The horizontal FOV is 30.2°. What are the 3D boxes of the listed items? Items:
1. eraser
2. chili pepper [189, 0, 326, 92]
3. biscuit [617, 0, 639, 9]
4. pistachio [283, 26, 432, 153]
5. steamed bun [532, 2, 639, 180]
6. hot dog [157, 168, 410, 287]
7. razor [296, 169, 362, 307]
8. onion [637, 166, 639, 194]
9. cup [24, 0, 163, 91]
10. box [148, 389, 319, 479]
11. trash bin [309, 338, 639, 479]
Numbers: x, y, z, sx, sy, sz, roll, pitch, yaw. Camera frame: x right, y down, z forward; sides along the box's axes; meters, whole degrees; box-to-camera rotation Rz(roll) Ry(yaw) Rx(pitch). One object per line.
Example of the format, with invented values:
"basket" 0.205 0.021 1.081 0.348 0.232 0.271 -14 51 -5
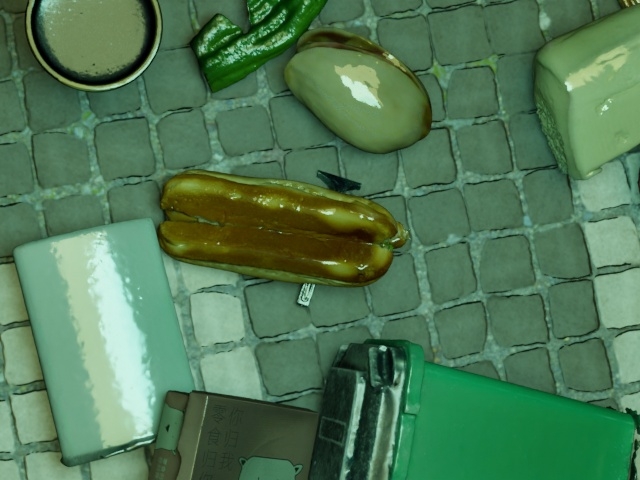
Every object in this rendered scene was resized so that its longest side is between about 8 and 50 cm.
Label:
"eraser" -0.276 0.129 1.544 0.189 0.104 0.290 -14 87 -10
"chili pepper" -0.070 -0.305 1.626 0.253 0.083 0.099 -43 92 -5
"biscuit" 0.497 -0.390 1.749 0.142 0.029 0.220 -7 87 -9
"pistachio" 0.056 -0.202 1.608 0.215 0.144 0.144 33 81 -14
"steamed bun" 0.408 -0.221 1.655 0.226 0.170 0.200 -24 118 -2
"hot dog" -0.049 -0.014 1.579 0.337 0.100 0.135 8 92 6
"razor" 0.001 0.000 1.635 0.066 0.033 0.190 18 83 -7
"onion" 0.518 -0.117 1.669 0.184 0.184 0.147 -26 58 -10
"cup" -0.288 -0.305 1.527 0.166 0.177 0.239 4 92 -11
"box" -0.118 0.305 1.512 0.215 0.086 0.215 17 80 -46
"trash bin" 0.192 0.297 1.533 0.381 0.259 0.295 11 84 -11
